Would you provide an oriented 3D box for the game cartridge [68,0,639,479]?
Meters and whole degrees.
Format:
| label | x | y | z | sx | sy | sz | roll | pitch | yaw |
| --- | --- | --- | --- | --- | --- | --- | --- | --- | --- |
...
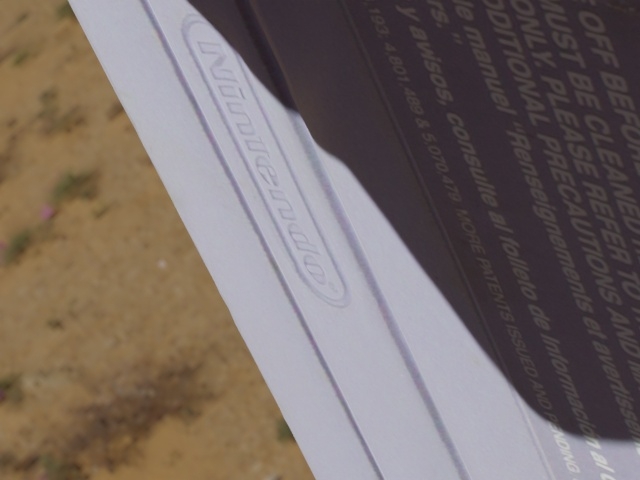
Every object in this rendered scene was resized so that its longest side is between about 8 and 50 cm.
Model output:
| label | x | y | z | sx | sy | sz | roll | pitch | yaw |
| --- | --- | --- | --- | --- | --- | --- | --- | --- | --- |
| game cartridge | 0.044 | -0.022 | 0.385 | 0.230 | 0.355 | 0.068 | 9 | 43 | 47 |
